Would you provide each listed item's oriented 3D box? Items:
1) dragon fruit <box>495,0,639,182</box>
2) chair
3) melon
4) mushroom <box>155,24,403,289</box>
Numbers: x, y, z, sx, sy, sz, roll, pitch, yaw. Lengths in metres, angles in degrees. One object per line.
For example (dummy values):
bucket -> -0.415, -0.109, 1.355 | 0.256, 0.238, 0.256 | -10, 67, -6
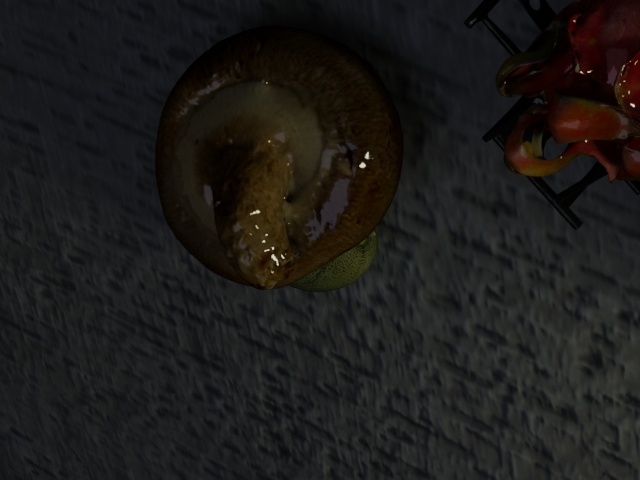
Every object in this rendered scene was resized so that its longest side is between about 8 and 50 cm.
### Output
dragon fruit -> 0.324, -0.169, 1.783 | 0.243, 0.307, 0.227 | 20, 148, 58
chair -> 0.257, -0.164, 1.978 | 0.260, 0.154, 0.141 | 47, 145, -5
melon -> 0.000, 0.000, 2.431 | 0.192, 0.139, 0.139 | -5, 121, 45
mushroom -> -0.058, -0.103, 2.286 | 0.345, 0.345, 0.239 | 31, 174, 21
